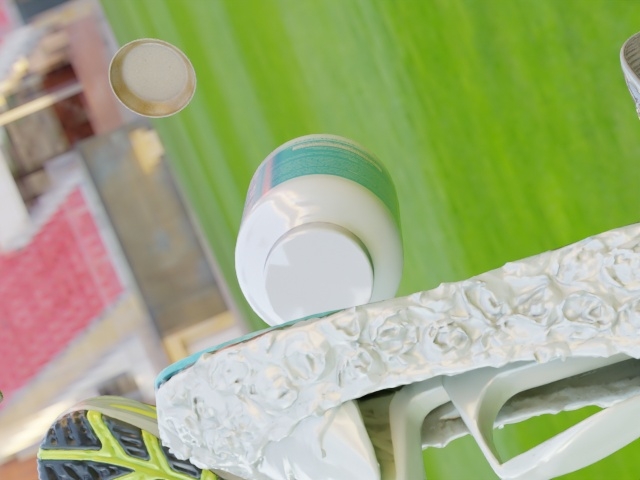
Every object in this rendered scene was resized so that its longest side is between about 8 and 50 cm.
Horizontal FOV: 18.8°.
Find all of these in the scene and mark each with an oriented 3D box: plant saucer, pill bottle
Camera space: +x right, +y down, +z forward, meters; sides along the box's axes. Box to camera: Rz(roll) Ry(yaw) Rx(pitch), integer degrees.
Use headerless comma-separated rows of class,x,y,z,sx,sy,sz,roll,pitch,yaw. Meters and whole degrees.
plant saucer,-0.157,-0.156,1.816,0.015,0.083,0.083,-80,-26,-57
pill bottle,0.000,0.000,1.705,0.264,0.146,0.146,-87,-25,-76

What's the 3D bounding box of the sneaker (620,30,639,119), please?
sneaker,0.343,-0.082,1.710,0.118,0.083,0.222,64,-177,-49

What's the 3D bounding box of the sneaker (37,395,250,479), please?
sneaker,-0.068,0.244,1.774,0.384,0.145,0.147,32,-165,-4

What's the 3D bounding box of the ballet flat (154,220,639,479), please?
ballet flat,0.077,0.093,1.172,0.147,0.408,0.147,54,-155,-40

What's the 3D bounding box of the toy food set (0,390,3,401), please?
toy food set,-0.319,0.055,1.217,0.218,0.128,0.071,43,-164,-34
